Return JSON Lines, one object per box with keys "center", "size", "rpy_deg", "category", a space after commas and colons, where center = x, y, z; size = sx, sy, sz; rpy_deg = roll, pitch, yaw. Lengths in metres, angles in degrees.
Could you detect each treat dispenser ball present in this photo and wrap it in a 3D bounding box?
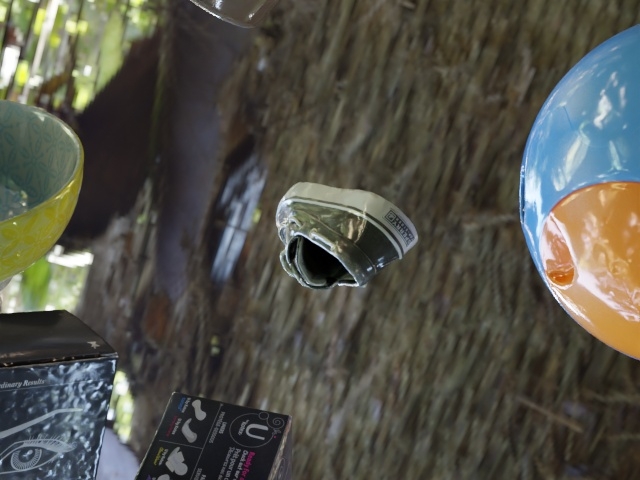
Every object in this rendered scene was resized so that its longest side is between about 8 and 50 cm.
{"center": [0.304, -0.039, 0.958], "size": [0.288, 0.288, 0.288], "rpy_deg": [17, -155, -8], "category": "treat dispenser ball"}

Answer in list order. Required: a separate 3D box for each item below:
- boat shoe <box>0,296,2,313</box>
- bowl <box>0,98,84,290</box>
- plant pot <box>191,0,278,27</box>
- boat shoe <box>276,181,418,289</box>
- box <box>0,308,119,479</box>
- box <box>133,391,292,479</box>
{"center": [-0.529, 0.114, 1.827], "size": [0.096, 0.267, 0.088], "rpy_deg": [-6, 173, -6], "category": "boat shoe"}
{"center": [-0.401, -0.024, 1.314], "size": [0.290, 0.156, 0.289], "rpy_deg": [3, -146, -2], "category": "bowl"}
{"center": [-0.086, -0.370, 1.129], "size": [0.263, 0.229, 0.263], "rpy_deg": [39, -161, -16], "category": "plant pot"}
{"center": [0.000, 0.000, 0.990], "size": [0.078, 0.070, 0.219], "rpy_deg": [47, 166, -14], "category": "boat shoe"}
{"center": [-0.286, 0.176, 1.078], "size": [0.153, 0.207, 0.108], "rpy_deg": [0, -159, -41], "category": "box"}
{"center": [-0.114, 0.316, 1.321], "size": [0.142, 0.247, 0.163], "rpy_deg": [9, -139, 10], "category": "box"}
